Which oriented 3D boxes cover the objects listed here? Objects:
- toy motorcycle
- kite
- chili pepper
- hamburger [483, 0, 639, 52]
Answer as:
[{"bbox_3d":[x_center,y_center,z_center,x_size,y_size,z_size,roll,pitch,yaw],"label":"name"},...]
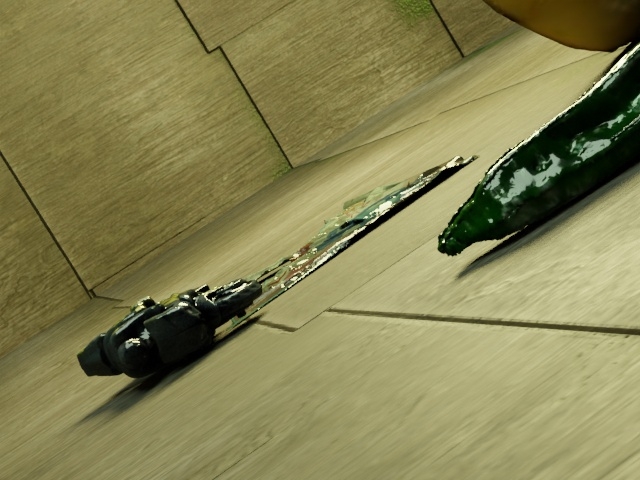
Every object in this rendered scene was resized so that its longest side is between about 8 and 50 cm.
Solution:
[{"bbox_3d":[-0.142,0.082,1.230,0.193,0.061,0.124,-20,9,41],"label":"toy motorcycle"},{"bbox_3d":[0.000,-0.001,1.396,0.368,0.014,0.406,-29,6,23],"label":"kite"},{"bbox_3d":[0.163,-0.061,0.873,0.227,0.059,0.088,-37,1,-3],"label":"chili pepper"},{"bbox_3d":[0.271,-0.400,1.370,0.277,0.396,0.395,-45,-4,40],"label":"hamburger"}]
